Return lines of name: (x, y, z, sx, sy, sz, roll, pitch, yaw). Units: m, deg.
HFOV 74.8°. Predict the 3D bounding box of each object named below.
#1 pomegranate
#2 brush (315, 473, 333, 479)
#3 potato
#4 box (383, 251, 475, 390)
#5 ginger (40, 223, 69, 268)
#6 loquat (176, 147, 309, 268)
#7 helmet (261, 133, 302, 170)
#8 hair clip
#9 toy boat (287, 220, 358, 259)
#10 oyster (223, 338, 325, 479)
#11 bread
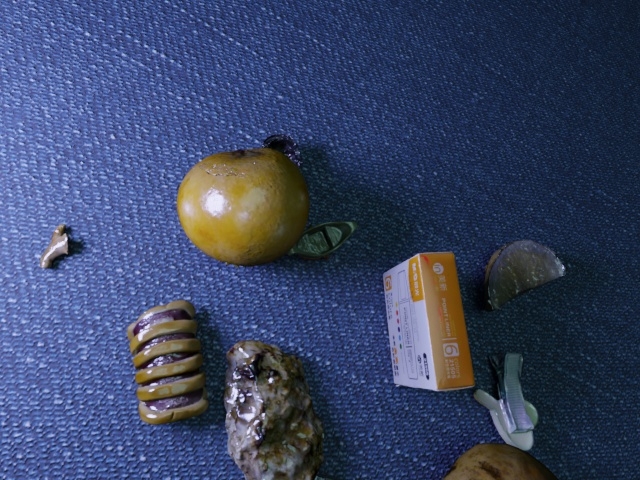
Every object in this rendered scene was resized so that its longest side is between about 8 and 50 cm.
pomegranate: (0.363, 0.556, 0.823, 0.281, 0.281, 0.281, 5, 73, -15)
brush: (-0.038, 0.489, 0.852, 0.169, 0.014, 0.043, 24, 68, -7)
potato: (0.488, 0.083, 1.080, 0.243, 0.098, 0.138, -21, 78, -15)
box: (0.222, 0.177, 0.908, 0.091, 0.221, 0.274, 0, 73, -13)
ginger: (-0.520, 0.014, 0.835, 0.048, 0.030, 0.097, 6, 68, 14)
loquat: (-0.152, -0.070, 0.846, 0.262, 0.263, 0.263, 5, 73, -15)
helmet: (-0.096, -0.187, 0.996, 0.098, 0.070, 0.123, -5, 83, -12)
hair clip: (0.446, 0.382, 0.996, 0.158, 0.071, 0.219, 2, 68, -13)
toy boat: (-0.001, 0.001, 0.970, 0.185, 0.071, 0.089, -22, 83, -22)
oyster: (-0.074, 0.388, 0.818, 0.204, 0.111, 0.396, -3, 69, -22)
bread: (-0.294, 0.234, 0.811, 0.134, 0.081, 0.225, -11, 79, -18)
